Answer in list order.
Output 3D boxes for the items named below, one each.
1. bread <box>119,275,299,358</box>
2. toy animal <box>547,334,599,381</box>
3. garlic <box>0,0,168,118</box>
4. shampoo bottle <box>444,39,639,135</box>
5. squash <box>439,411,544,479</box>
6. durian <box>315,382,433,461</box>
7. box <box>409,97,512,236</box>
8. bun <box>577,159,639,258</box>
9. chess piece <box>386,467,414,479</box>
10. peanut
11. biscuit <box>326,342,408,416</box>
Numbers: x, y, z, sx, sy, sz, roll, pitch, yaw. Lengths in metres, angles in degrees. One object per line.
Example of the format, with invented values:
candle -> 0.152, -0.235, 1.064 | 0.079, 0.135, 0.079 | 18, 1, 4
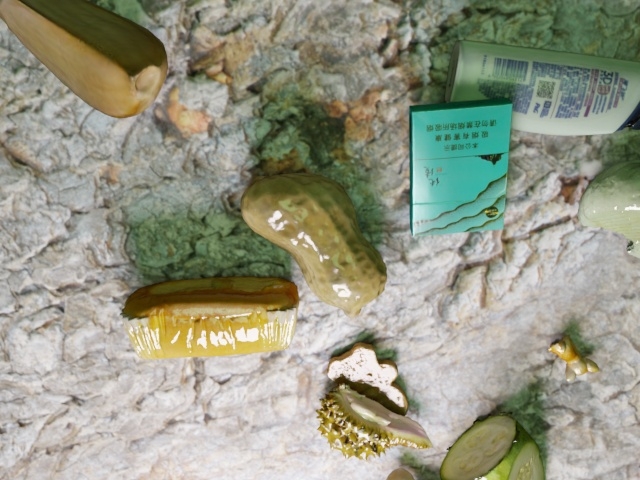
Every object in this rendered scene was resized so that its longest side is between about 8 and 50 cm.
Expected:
bread -> -0.177, 0.129, 1.066 | 0.288, 0.152, 0.119 | -4, 106, 1
toy animal -> 0.455, 0.214, 1.131 | 0.060, 0.081, 0.083 | -35, 79, 3
garlic -> -0.380, -0.328, 0.959 | 0.338, 0.196, 0.151 | 38, 82, -5
shampoo bottle -> 0.392, -0.243, 1.040 | 0.360, 0.078, 0.134 | 7, 106, -2
squash -> 0.352, 0.461, 1.117 | 0.189, 0.189, 0.260 | -39, 94, 6
durian -> 0.096, 0.347, 1.121 | 0.224, 0.078, 0.140 | 15, 106, 2
box -> 0.230, -0.118, 1.047 | 0.161, 0.042, 0.226 | -4, 119, 2
bun -> 0.542, -0.056, 1.044 | 0.212, 0.204, 0.126 | 40, 71, -40
chess piece -> 0.232, 0.544, 1.164 | 0.307, 0.139, 0.124 | 50, 136, -2
peanut -> 0.004, -0.009, 1.048 | 0.159, 0.143, 0.291 | -43, 103, -2
biscuit -> 0.093, 0.273, 1.157 | 0.133, 0.027, 0.184 | -44, 98, 11
